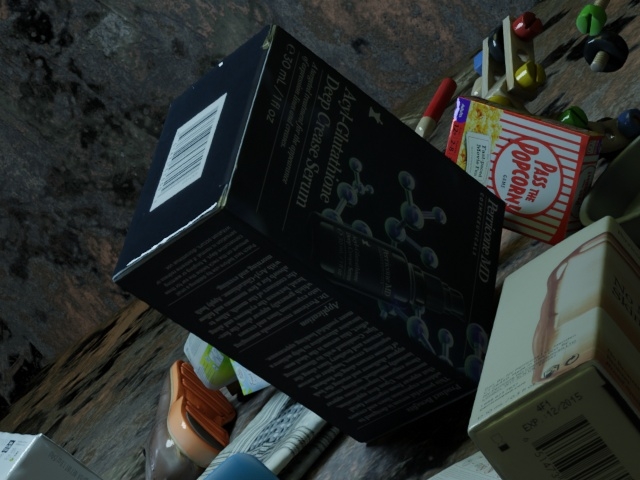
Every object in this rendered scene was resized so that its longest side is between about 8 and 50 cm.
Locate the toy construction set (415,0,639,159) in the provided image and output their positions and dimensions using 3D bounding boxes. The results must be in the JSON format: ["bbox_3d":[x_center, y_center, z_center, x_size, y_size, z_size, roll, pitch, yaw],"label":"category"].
[{"bbox_3d":[0.258,-0.142,2.021,0.308,0.257,0.237,-4,41,38],"label":"toy construction set"}]

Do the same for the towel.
[{"bbox_3d":[-0.075,0.278,2.030,0.324,0.056,0.312,-47,12,-28],"label":"towel"}]

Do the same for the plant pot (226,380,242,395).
[{"bbox_3d":[-0.085,0.094,2.481,0.254,0.237,0.237,-26,10,-2],"label":"plant pot"}]

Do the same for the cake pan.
[{"bbox_3d":[0.432,-0.094,1.754,0.293,0.054,0.293,-39,10,8],"label":"cake pan"}]

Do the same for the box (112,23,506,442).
[{"bbox_3d":[0.000,0.000,1.778,0.212,0.395,0.294,-31,34,40],"label":"box"}]

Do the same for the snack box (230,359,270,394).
[{"bbox_3d":[0.006,0.136,2.080,0.207,0.070,0.174,-27,-7,37],"label":"snack box"}]

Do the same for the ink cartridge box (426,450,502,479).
[{"bbox_3d":[0.138,0.252,1.447,0.179,0.045,0.145,-24,5,-15],"label":"ink cartridge box"}]

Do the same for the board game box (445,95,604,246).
[{"bbox_3d":[0.248,-0.088,1.906,0.193,0.147,0.045,20,17,33],"label":"board game box"}]

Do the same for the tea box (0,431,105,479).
[{"bbox_3d":[-0.427,0.445,2.027,0.324,0.220,0.329,-55,15,-19],"label":"tea box"}]

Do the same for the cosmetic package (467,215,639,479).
[{"bbox_3d":[0.234,0.117,1.304,0.129,0.153,0.296,-34,13,23],"label":"cosmetic package"}]

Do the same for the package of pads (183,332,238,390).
[{"bbox_3d":[-0.055,0.099,2.271,0.296,0.101,0.229,-28,-13,-21],"label":"package of pads"}]

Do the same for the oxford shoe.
[{"bbox_3d":[-0.221,0.288,2.343,0.133,0.130,0.364,-47,8,8],"label":"oxford shoe"}]

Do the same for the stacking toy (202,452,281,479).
[{"bbox_3d":[-0.118,0.364,1.614,0.166,0.175,0.302,-43,-1,-31],"label":"stacking toy"}]
